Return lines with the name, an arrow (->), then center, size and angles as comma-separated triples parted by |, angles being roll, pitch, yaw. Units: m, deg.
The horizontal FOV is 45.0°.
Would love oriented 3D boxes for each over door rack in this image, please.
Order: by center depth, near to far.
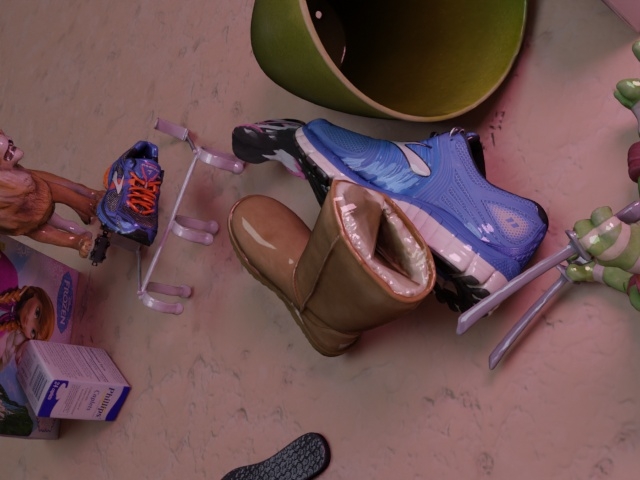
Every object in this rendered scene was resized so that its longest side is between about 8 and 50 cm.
over door rack -> -0.218, -0.046, 1.191 | 0.239, 0.108, 0.324 | -66, 28, 6

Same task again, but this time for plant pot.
plant pot -> 0.034, -0.261, 0.892 | 0.294, 0.275, 0.274 | 6, 81, 63

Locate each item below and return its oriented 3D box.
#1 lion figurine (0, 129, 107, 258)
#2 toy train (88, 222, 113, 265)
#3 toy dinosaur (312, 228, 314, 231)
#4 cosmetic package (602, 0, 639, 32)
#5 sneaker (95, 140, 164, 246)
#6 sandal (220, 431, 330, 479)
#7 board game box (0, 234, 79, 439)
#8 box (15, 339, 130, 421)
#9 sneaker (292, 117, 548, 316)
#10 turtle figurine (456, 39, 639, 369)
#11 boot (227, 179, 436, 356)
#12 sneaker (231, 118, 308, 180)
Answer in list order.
lion figurine -> -0.483, -0.070, 1.276 | 0.392, 0.240, 0.142 | 175, 115, -72
toy train -> -0.346, -0.034, 1.271 | 0.036, 0.027, 0.158 | 25, 94, 66
toy dinosaur -> 0.025, -0.037, 0.940 | 0.082, 0.090, 0.047 | -33, 51, -22
cosmetic package -> 0.337, -0.395, 0.667 | 0.365, 0.155, 0.196 | -45, 48, 28
sneaker -> -0.261, -0.073, 1.089 | 0.087, 0.083, 0.221 | -52, 34, 21
sandal -> -0.056, 0.294, 0.945 | 0.179, 0.040, 0.067 | -33, 59, 18
board game box -> -0.526, 0.164, 1.292 | 0.066, 0.318, 0.318 | -1, 74, 12
box -> -0.402, 0.228, 1.254 | 0.126, 0.137, 0.072 | 36, 105, 47
sneaker -> 0.100, -0.053, 0.830 | 0.147, 0.129, 0.330 | -41, 51, -16
turtle figurine -> 0.229, -0.020, 0.626 | 0.275, 0.198, 0.266 | 0, 73, 43
boot -> 0.000, 0.000, 0.810 | 0.236, 0.089, 0.269 | 49, 158, 9
sneaker -> -0.030, -0.135, 1.035 | 0.178, 0.077, 0.071 | 20, 127, 28
